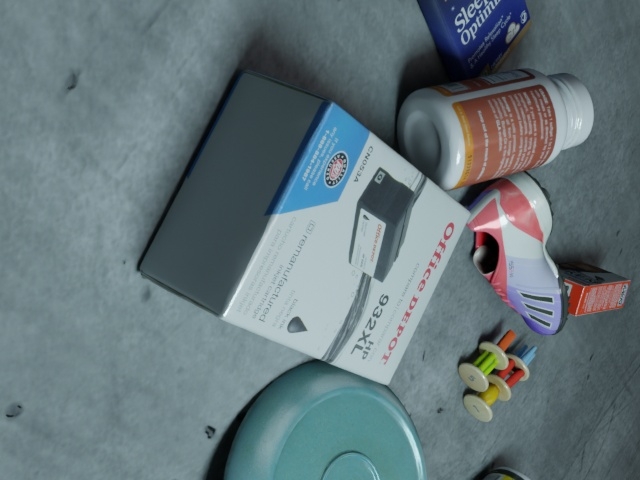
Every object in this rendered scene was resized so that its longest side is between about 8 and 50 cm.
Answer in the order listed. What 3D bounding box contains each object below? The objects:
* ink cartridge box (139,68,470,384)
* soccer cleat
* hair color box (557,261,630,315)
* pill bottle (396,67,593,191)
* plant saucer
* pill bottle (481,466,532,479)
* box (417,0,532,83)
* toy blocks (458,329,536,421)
[{"bbox_3d":[0.000,0.000,1.014,0.307,0.129,0.223,30,85,-52],"label":"ink cartridge box"},{"bbox_3d":[0.273,0.038,1.393,0.116,0.108,0.318,-32,136,-9],"label":"soccer cleat"},{"bbox_3d":[0.411,0.074,1.563,0.167,0.093,0.053,-1,109,-50],"label":"hair color box"},{"bbox_3d":[0.208,-0.134,1.155,0.216,0.121,0.121,-14,121,-25],"label":"pill bottle"},{"bbox_3d":[0.024,0.300,1.159,0.317,0.043,0.318,7,80,-40],"label":"plant saucer"},{"bbox_3d":[0.255,0.461,1.558,0.208,0.119,0.119,-30,129,-37],"label":"pill bottle"},{"bbox_3d":[0.176,-0.288,1.151,0.136,0.036,0.225,-53,139,-16],"label":"box"},{"bbox_3d":[0.277,0.186,1.494,0.148,0.054,0.123,-40,135,-29],"label":"toy blocks"}]
